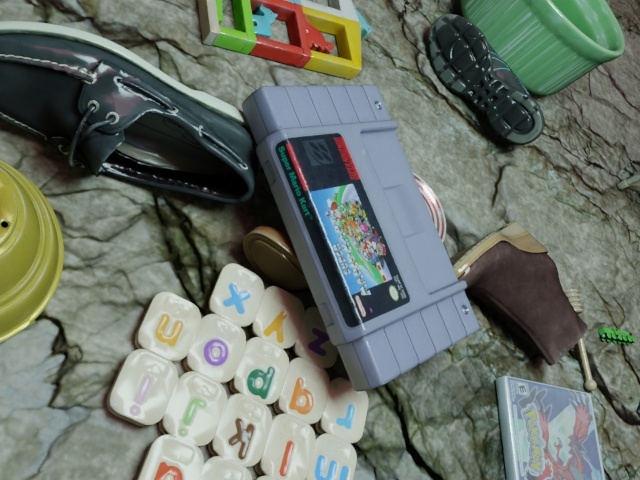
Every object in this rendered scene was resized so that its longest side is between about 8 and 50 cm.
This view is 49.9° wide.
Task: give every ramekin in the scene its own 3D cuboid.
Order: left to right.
[{"bbox_3d":[0.401,-0.416,1.269,0.304,0.148,0.303,23,48,-28],"label":"ramekin"}]

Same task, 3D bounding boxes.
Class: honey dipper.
[{"bbox_3d":[0.410,0.157,1.084,0.031,0.030,0.160,8,65,-32],"label":"honey dipper"}]

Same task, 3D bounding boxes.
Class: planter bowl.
[{"bbox_3d":[-0.330,-0.014,0.612,0.217,0.090,0.217,16,58,-28],"label":"planter bowl"}]

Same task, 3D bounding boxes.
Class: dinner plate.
[{"bbox_3d":[0.124,-0.041,0.992,0.141,0.017,0.141,15,60,-28],"label":"dinner plate"}]

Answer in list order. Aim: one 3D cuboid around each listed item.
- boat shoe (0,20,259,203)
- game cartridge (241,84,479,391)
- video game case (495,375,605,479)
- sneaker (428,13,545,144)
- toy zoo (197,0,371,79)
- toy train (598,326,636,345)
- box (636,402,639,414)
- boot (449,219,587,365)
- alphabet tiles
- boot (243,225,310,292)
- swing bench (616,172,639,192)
[{"bbox_3d":[-0.211,-0.114,0.724,0.340,0.127,0.113,21,44,-36],"label":"boat shoe"},{"bbox_3d":[0.056,-0.021,0.826,0.230,0.068,0.354,-15,81,-52],"label":"game cartridge"},{"bbox_3d":[0.326,0.300,0.956,0.184,0.023,0.201,16,59,-28],"label":"video game case"},{"bbox_3d":[0.283,-0.274,1.190,0.267,0.101,0.106,54,24,4],"label":"sneaker"},{"bbox_3d":[-0.044,-0.344,1.019,0.293,0.030,0.192,5,64,-33],"label":"toy zoo"},{"bbox_3d":[0.498,0.160,1.153,0.083,0.017,0.023,12,50,-30],"label":"toy train"},{"bbox_3d":[0.620,0.207,1.100,0.045,0.191,0.184,52,48,1],"label":"box"},{"bbox_3d":[0.284,0.088,0.989,0.248,0.090,0.206,-24,80,-44],"label":"boot"},{"bbox_3d":[-0.076,0.172,0.741,0.284,0.021,0.277,30,53,-20],"label":"alphabet tiles"},{"bbox_3d":[0.000,0.000,0.852,0.197,0.073,0.152,38,51,-29],"label":"boot"},{"bbox_3d":[0.741,-0.054,1.277,0.165,0.253,0.254,1,67,-35],"label":"swing bench"}]
